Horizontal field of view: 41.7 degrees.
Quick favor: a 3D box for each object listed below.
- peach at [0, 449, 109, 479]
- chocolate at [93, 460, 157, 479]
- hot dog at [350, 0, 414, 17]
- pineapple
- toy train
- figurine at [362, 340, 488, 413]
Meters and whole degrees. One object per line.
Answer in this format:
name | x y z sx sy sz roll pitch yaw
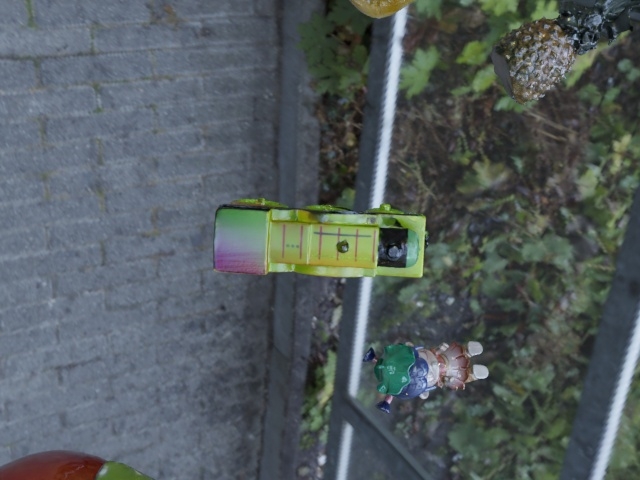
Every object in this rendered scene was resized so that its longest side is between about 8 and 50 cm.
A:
peach | -0.420 0.528 1.318 0.388 0.388 0.388 -14 120 -25
chocolate | -0.167 0.443 0.931 0.301 0.137 0.288 44 54 -30
hot dog | 0.070 -0.484 1.300 0.153 0.150 0.256 5 72 -52
pineapple | 0.383 -0.310 1.267 0.251 0.125 0.125 -33 129 8
toy train | 0.000 0.000 1.123 0.296 0.160 0.100 3 98 1
figurine | 0.173 0.223 1.404 0.195 0.111 0.102 3 154 -28
